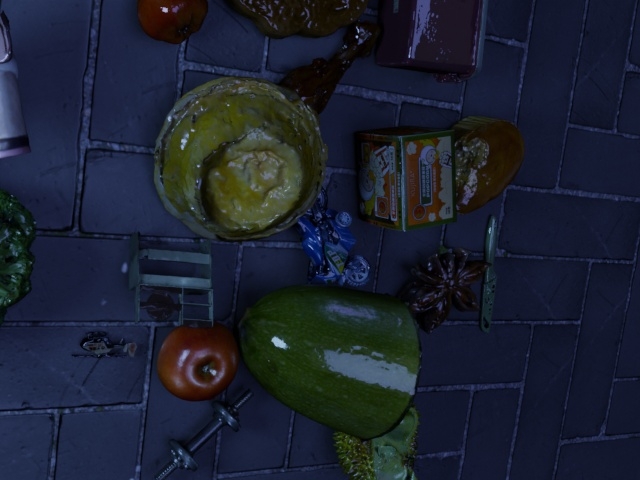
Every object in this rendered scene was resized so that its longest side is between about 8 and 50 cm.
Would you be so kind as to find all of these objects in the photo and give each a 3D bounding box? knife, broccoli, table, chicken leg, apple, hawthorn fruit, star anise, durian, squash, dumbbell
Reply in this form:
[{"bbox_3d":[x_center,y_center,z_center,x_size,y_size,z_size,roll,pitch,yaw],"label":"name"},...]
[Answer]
[{"bbox_3d":[0.408,0.083,2.005,0.043,0.020,0.292,-3,102,-31],"label":"knife"},{"bbox_3d":[-0.597,0.018,1.292,0.308,0.275,0.307,3,74,-11],"label":"broccoli"},{"bbox_3d":[-0.278,0.078,1.557,0.146,0.062,0.175,6,74,-29],"label":"table"},{"bbox_3d":[0.015,-0.334,1.666,0.304,0.093,0.113,-47,136,-22],"label":"chicken leg"},{"bbox_3d":[-0.233,0.231,1.599,0.164,0.139,0.163,-1,94,-19],"label":"apple"},{"bbox_3d":[-0.263,-0.415,1.464,0.125,0.125,0.140,-19,111,-25],"label":"hawthorn fruit"},{"bbox_3d":[0.278,0.108,1.898,0.220,0.099,0.214,18,105,-36],"label":"star anise"},{"bbox_3d":[0.128,0.446,1.832,0.200,0.176,0.236,-13,101,-23],"label":"durian"},{"bbox_3d":[-0.008,0.223,1.641,0.309,0.310,0.310,16,92,-29],"label":"squash"},{"bbox_3d":[-0.232,0.390,1.671,0.254,0.082,0.081,-42,117,-18],"label":"dumbbell"}]

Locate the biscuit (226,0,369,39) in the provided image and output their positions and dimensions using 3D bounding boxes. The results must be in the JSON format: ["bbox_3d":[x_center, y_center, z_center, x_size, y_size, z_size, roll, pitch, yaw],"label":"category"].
[{"bbox_3d":[-0.036,-0.566,1.590,0.381,0.074,0.358,-24,112,-26],"label":"biscuit"}]

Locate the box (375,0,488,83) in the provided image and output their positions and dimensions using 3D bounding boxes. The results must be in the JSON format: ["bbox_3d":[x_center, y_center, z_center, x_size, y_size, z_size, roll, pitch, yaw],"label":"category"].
[{"bbox_3d":[0.223,-0.471,1.691,0.168,0.193,0.293,-1,101,-24],"label":"box"}]

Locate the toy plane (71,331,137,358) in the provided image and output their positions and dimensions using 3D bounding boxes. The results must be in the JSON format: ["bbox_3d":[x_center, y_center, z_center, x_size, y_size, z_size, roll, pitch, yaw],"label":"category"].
[{"bbox_3d":[-0.403,0.198,1.564,0.121,0.031,0.049,2,105,-28],"label":"toy plane"}]

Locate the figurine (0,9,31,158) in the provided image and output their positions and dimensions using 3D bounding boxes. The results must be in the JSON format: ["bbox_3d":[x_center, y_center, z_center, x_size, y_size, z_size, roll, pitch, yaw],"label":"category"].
[{"bbox_3d":[-0.629,-0.214,1.235,0.362,0.253,0.211,-18,128,-20],"label":"figurine"}]

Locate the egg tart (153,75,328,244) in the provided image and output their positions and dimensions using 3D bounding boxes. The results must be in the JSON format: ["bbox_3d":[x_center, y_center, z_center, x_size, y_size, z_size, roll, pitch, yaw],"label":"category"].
[{"bbox_3d":[-0.137,-0.125,1.535,0.346,0.132,0.345,-9,123,-14],"label":"egg tart"}]

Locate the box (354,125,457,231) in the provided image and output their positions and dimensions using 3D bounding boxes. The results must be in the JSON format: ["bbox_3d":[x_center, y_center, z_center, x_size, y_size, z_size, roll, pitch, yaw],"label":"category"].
[{"bbox_3d":[0.172,-0.133,1.734,0.148,0.177,0.194,-10,105,-27],"label":"box"}]

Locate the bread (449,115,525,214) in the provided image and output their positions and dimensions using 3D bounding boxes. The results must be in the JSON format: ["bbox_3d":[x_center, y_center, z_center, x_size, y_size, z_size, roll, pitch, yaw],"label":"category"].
[{"bbox_3d":[0.336,-0.168,1.849,0.250,0.133,0.179,-33,118,-19],"label":"bread"}]

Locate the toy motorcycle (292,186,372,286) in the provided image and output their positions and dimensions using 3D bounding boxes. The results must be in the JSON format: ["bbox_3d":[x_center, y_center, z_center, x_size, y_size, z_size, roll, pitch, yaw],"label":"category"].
[{"bbox_3d":[0.000,0.000,1.704,0.136,0.092,0.254,-33,94,-23],"label":"toy motorcycle"}]
